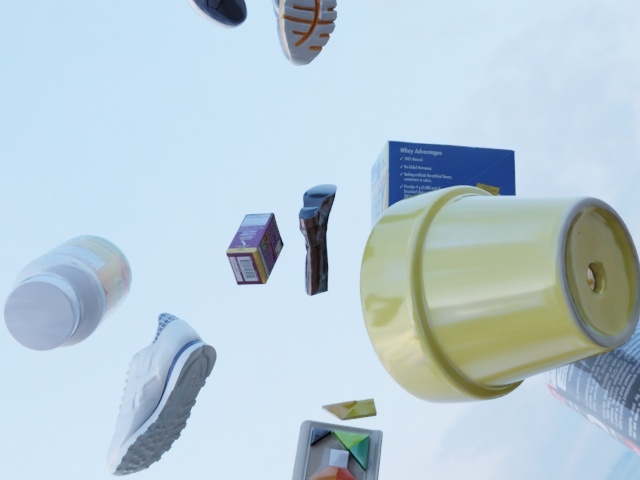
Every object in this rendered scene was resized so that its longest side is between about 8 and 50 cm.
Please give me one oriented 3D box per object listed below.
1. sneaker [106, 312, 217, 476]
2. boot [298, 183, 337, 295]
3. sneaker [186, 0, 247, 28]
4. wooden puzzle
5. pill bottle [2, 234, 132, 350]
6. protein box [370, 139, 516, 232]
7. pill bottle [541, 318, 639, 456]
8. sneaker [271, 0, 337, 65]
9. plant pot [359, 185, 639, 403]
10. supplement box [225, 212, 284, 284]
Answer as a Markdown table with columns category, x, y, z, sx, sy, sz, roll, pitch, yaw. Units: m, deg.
| category | x | y | z | sx | sy | sz | roll | pitch | yaw |
| --- | --- | --- | --- | --- | --- | --- | --- | --- | --- |
| sneaker | -0.229 | 0.212 | 1.315 | 0.235 | 0.094 | 0.090 | -58 | -27 | 11 |
| boot | 0.000 | 0.000 | 1.180 | 0.106 | 0.037 | 0.114 | -56 | -36 | -54 |
| sneaker | -0.162 | -0.431 | 1.521 | 0.226 | 0.163 | 0.086 | 50 | -115 | -28 |
| wooden puzzle | 0.014 | 0.184 | 0.824 | 0.014 | 0.078 | 0.116 | 88 | -178 | -53 |
| pill bottle | -0.372 | 0.079 | 1.432 | 0.136 | 0.136 | 0.246 | -62 | 2 | 12 |
| protein box | 0.184 | -0.030 | 1.479 | 0.136 | 0.199 | 0.201 | 118 | 154 | -73 |
| pill bottle | 0.424 | 0.191 | 1.219 | 0.161 | 0.283 | 0.161 | -10 | -67 | -25 |
| sneaker | -0.035 | -0.333 | 1.276 | 0.084 | 0.083 | 0.215 | 2 | -95 | -36 |
| plant pot | 0.213 | 0.053 | 1.093 | 0.254 | 0.239 | 0.254 | 11 | -106 | -42 |
| supplement box | -0.082 | 0.010 | 1.234 | 0.083 | 0.043 | 0.055 | -66 | -33 | -50 |
